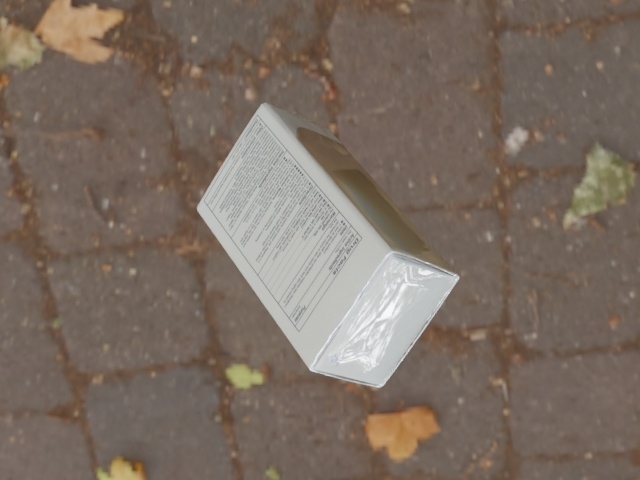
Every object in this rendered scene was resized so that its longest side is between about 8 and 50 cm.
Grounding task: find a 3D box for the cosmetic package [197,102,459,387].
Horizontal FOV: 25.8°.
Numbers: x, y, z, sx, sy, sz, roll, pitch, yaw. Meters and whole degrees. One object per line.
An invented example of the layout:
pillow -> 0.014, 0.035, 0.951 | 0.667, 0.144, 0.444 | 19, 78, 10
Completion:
cosmetic package -> 0.000, 0.000, 0.566 | 0.041, 0.115, 0.060 | 19, 114, -40
